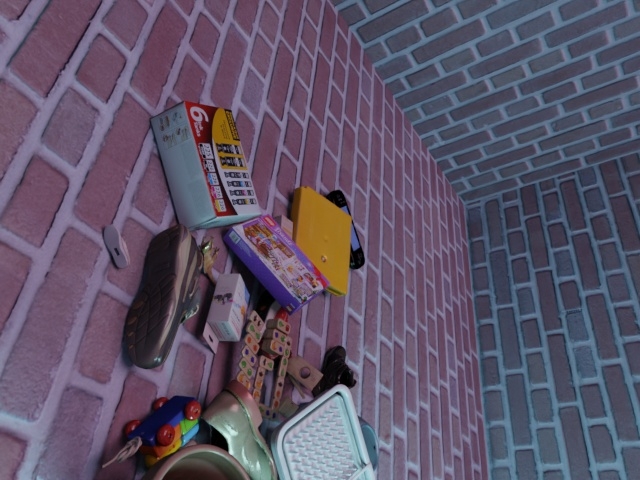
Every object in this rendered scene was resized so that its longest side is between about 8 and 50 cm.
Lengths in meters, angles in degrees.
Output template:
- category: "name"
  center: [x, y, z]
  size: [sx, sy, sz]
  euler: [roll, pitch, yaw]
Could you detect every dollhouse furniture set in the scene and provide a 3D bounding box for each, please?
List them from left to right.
- category: "dollhouse furniture set"
  center: [-0.081, 0.428, 1.606]
  size: [0.101, 0.161, 0.182]
  euler: [37, -13, 9]

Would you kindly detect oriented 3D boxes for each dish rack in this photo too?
- category: "dish rack"
  center: [0.002, 0.555, 1.363]
  size: [0.285, 0.072, 0.333]
  euler: [-22, 100, -46]

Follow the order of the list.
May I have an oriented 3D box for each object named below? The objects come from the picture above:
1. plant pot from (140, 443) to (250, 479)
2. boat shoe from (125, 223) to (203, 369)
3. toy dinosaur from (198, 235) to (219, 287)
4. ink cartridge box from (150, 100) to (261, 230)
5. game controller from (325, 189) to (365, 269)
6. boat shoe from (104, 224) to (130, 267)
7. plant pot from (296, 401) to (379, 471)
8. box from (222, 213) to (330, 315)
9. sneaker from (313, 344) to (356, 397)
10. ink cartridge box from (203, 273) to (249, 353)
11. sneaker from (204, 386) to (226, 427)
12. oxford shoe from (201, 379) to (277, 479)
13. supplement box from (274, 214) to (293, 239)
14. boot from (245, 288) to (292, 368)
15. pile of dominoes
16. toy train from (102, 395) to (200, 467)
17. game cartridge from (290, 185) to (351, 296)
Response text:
- category: "plant pot"
  center: [-0.279, 0.525, 0.994]
  size: [0.263, 0.229, 0.263]
  euler: [35, 42, -39]
- category: "boat shoe"
  center: [-0.328, 0.128, 1.242]
  size: [0.130, 0.132, 0.356]
  euler: [46, 39, -42]
- category: "toy dinosaur"
  center: [-0.293, 0.052, 1.422]
  size: [0.183, 0.053, 0.093]
  euler: [89, -1, -46]
- category: "ink cartridge box"
  center: [-0.286, -0.198, 1.493]
  size: [0.272, 0.130, 0.310]
  euler: [-12, 86, -62]
- category: "game controller"
  center: [0.104, -0.044, 2.154]
  size: [0.166, 0.067, 0.319]
  euler: [-24, 96, -61]
- category: "boat shoe"
  center: [-0.445, 0.012, 1.208]
  size: [0.035, 0.035, 0.100]
  euler: [-74, 141, -87]
- category: "plant pot"
  center: [0.052, 0.606, 1.580]
  size: [0.290, 0.195, 0.290]
  euler: [35, 46, -47]
- category: "box"
  center: [-0.122, 0.063, 1.593]
  size: [0.293, 0.057, 0.201]
  euler: [48, 29, 8]
- category: "sneaker"
  center: [0.069, 0.421, 1.779]
  size: [0.087, 0.130, 0.227]
  euler: [66, 27, -16]
- category: "ink cartridge box"
  center: [-0.238, 0.188, 1.404]
  size: [0.104, 0.061, 0.181]
  euler: [75, 18, -50]
- category: "sneaker"
  center: [-0.233, 0.415, 1.337]
  size: [0.135, 0.052, 0.058]
  euler: [-46, 119, -58]
- category: "oxford shoe"
  center: [-0.197, 0.492, 1.287]
  size: [0.130, 0.123, 0.348]
  euler: [-33, 122, -35]
- category: "supplement box"
  center: [-0.123, -0.026, 1.779]
  size: [0.062, 0.036, 0.098]
  euler: [38, 44, -46]
- category: "boot"
  center: [-0.117, 0.244, 1.603]
  size: [0.176, 0.088, 0.244]
  euler: [60, 35, -29]
- category: "pile of dominoes"
  center: [-0.138, 0.328, 1.440]
  size: [0.196, 0.040, 0.251]
  euler: [42, 50, -46]
- category: "toy train"
  center: [-0.336, 0.436, 1.109]
  size: [0.248, 0.105, 0.143]
  euler: [-36, 120, -60]
- category: "game cartridge"
  center: [0.000, 0.000, 1.914]
  size: [0.285, 0.052, 0.324]
  euler: [32, 50, -40]
